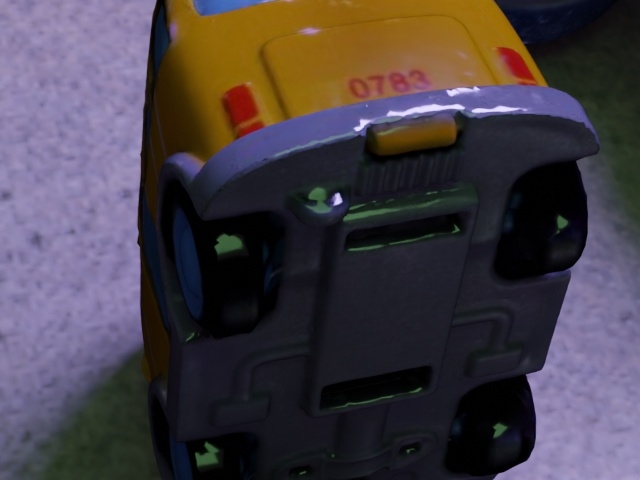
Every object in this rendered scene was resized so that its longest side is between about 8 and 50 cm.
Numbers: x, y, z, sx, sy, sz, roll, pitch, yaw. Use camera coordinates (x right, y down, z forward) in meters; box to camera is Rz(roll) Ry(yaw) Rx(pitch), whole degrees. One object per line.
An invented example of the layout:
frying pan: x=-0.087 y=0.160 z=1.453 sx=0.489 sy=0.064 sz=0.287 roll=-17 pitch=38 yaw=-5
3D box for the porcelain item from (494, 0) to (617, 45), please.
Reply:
porcelain item: x=0.072 y=-0.161 z=0.809 sx=0.147 sy=0.114 sz=0.147 roll=5 pitch=58 yaw=-8

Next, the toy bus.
toy bus: x=0.000 y=0.000 z=0.643 sx=0.126 sy=0.209 sz=0.136 roll=-10 pitch=50 yaw=-16
